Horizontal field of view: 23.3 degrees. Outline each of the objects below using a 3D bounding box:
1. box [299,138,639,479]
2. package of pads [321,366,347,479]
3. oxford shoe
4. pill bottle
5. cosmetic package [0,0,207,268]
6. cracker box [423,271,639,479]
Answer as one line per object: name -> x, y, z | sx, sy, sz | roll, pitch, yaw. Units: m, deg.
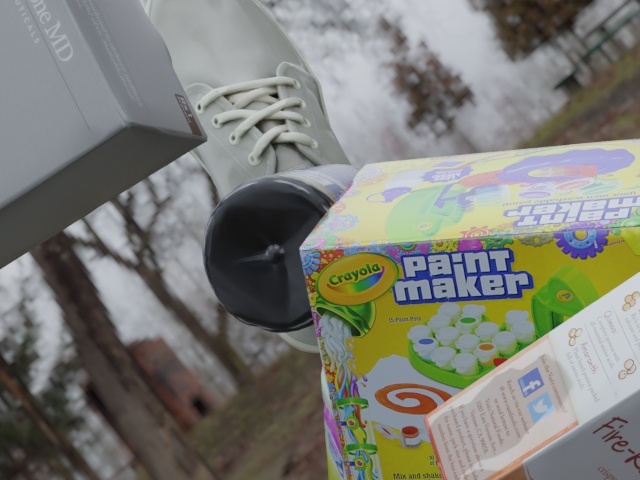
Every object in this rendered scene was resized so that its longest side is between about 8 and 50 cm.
box -> 0.169, 0.090, 1.090 | 0.290, 0.279, 0.177 | -4, 21, 20
package of pads -> 0.090, 0.276, 1.557 | 0.101, 0.229, 0.296 | -21, -36, -12
oxford shoe -> -0.054, -0.103, 1.573 | 0.169, 0.449, 0.130 | -18, -21, -12
pill bottle -> 0.000, 0.000, 1.270 | 0.123, 0.123, 0.219 | -41, -9, 20
cosmetic package -> -0.194, -0.050, 0.811 | 0.238, 0.127, 0.107 | -33, -11, 19
cracker box -> 0.191, 0.083, 0.773 | 0.232, 0.155, 0.067 | -37, 40, 18
